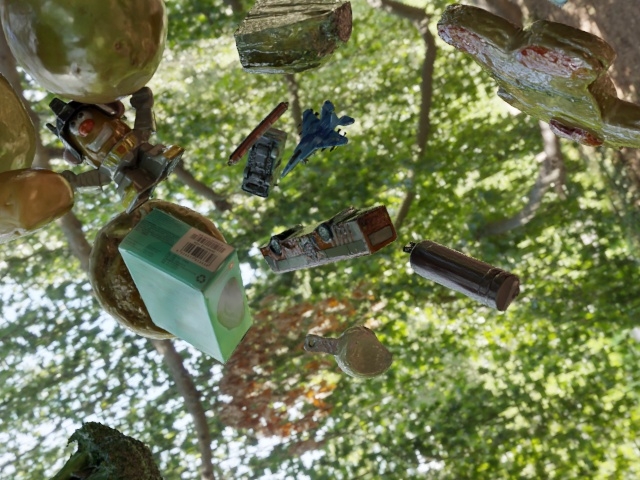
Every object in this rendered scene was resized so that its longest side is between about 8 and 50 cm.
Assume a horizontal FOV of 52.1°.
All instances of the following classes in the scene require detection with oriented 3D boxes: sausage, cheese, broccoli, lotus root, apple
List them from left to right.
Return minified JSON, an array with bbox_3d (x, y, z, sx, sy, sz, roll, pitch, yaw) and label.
[{"bbox_3d":[-0.423,0.471,1.165,0.298,0.297,0.297,2,-128,-27],"label":"broccoli"},{"bbox_3d":[-0.483,-0.457,1.337,0.305,0.339,0.338,100,151,-66],"label":"apple"},{"bbox_3d":[-0.138,-0.239,1.455,0.025,0.198,0.028,35,170,41],"label":"sausage"},{"bbox_3d":[-0.049,-0.506,1.613,0.267,0.261,0.149,-79,-18,-52],"label":"lotus root"},{"bbox_3d":[0.056,0.195,1.199,0.171,0.092,0.047,33,177,-19],"label":"cheese"}]

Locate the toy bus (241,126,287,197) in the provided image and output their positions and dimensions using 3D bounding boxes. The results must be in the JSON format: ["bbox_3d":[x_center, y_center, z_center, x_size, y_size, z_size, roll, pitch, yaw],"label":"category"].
[{"bbox_3d":[-0.137,-0.194,1.605,0.079,0.160,0.091,19,-150,8],"label":"toy bus"}]

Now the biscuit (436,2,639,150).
[{"bbox_3d":[0.416,-0.269,1.168,0.368,0.076,0.394,33,-175,42],"label":"biscuit"}]

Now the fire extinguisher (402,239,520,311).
[{"bbox_3d":[0.249,0.053,1.228,0.089,0.072,0.268,3,-165,-41],"label":"fire extinguisher"}]

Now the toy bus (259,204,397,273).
[{"bbox_3d":[0.000,0.000,1.395,0.093,0.409,0.092,-30,-82,-31],"label":"toy bus"}]

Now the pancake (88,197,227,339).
[{"bbox_3d":[-0.423,0.073,1.747,0.386,0.387,0.082,63,165,2],"label":"pancake"}]

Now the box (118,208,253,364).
[{"bbox_3d":[-0.261,0.099,1.326,0.205,0.118,0.311,27,149,20],"label":"box"}]

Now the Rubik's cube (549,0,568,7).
[{"bbox_3d":[0.322,-0.488,0.882,0.205,0.205,0.207,23,-118,-13],"label":"Rubik's cube"}]

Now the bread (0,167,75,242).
[{"bbox_3d":[-0.487,-0.049,0.994,0.147,0.218,0.098,-62,-46,-70],"label":"bread"}]

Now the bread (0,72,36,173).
[{"bbox_3d":[-0.685,-0.194,1.158,0.237,0.320,0.320,32,-174,18],"label":"bread"}]

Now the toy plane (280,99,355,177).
[{"bbox_3d":[-0.022,-0.263,1.785,0.169,0.246,0.078,40,-171,26],"label":"toy plane"}]

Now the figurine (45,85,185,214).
[{"bbox_3d":[-0.470,-0.210,1.462,0.308,0.309,0.143,67,156,16],"label":"figurine"}]
